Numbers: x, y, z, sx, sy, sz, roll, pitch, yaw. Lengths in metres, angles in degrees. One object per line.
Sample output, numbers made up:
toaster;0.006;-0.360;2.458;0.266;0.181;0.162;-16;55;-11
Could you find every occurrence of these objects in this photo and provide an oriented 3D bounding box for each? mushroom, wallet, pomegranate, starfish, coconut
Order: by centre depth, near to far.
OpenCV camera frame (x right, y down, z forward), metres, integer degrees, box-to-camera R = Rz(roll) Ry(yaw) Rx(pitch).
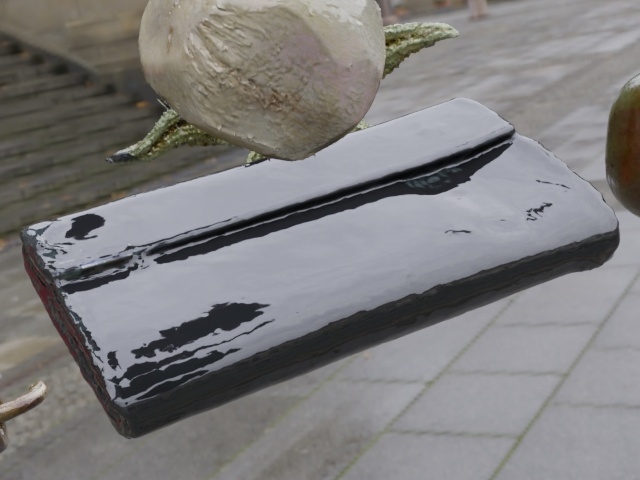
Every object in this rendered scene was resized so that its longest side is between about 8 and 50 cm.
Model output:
coconut;-0.022;-0.089;0.535;0.124;0.110;0.110;24;-12;-38
wallet;0.000;-0.001;0.824;0.406;0.062;0.228;-18;42;-23
pomegranate;0.351;-0.092;1.078;0.179;0.180;0.209;-14;9;-15
starfish;-0.029;-0.122;1.173;0.357;0.347;0.078;32;10;0
mushroom;-0.381;0.204;1.305;0.072;0.088;0.129;-14;9;29
